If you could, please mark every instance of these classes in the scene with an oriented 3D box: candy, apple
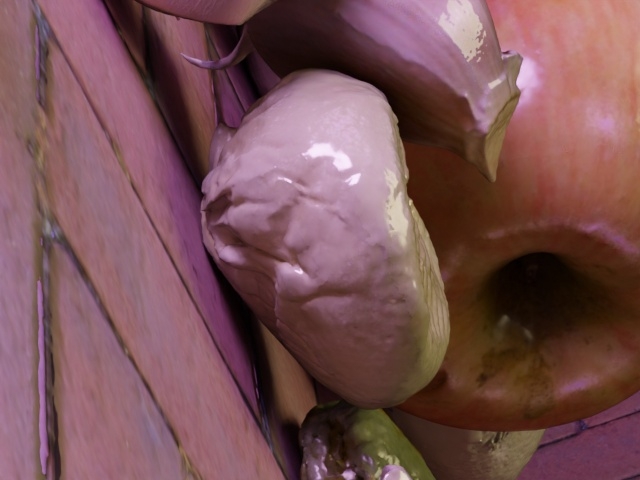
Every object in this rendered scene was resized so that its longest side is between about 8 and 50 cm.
[{"bbox_3d":[0.136,0.116,1.780,0.295,0.185,0.295,63,8,-17],"label":"candy"},{"bbox_3d":[0.154,-0.056,1.477,0.346,0.391,0.391,-101,170,-46],"label":"apple"}]

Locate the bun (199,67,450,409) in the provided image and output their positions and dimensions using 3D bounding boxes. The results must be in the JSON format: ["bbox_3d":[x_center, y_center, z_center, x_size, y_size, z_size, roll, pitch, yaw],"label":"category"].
[{"bbox_3d":[0.000,0.000,1.168,0.229,0.145,0.229,-9,90,-84],"label":"bun"}]

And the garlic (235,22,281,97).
[{"bbox_3d":[0.005,-0.211,1.683,0.338,0.196,0.151,55,-12,-15],"label":"garlic"}]

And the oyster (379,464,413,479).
[{"bbox_3d":[0.071,0.288,0.991,0.238,0.114,0.351,-69,142,-77],"label":"oyster"}]

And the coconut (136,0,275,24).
[{"bbox_3d":[-0.071,-0.209,1.119,0.183,0.171,0.171,118,-32,-42],"label":"coconut"}]

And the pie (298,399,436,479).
[{"bbox_3d":[0.056,0.219,1.203,0.248,0.090,0.201,67,11,4],"label":"pie"}]

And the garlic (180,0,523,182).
[{"bbox_3d":[0.006,-0.151,1.224,0.128,0.266,0.148,-1,112,-53],"label":"garlic"}]
